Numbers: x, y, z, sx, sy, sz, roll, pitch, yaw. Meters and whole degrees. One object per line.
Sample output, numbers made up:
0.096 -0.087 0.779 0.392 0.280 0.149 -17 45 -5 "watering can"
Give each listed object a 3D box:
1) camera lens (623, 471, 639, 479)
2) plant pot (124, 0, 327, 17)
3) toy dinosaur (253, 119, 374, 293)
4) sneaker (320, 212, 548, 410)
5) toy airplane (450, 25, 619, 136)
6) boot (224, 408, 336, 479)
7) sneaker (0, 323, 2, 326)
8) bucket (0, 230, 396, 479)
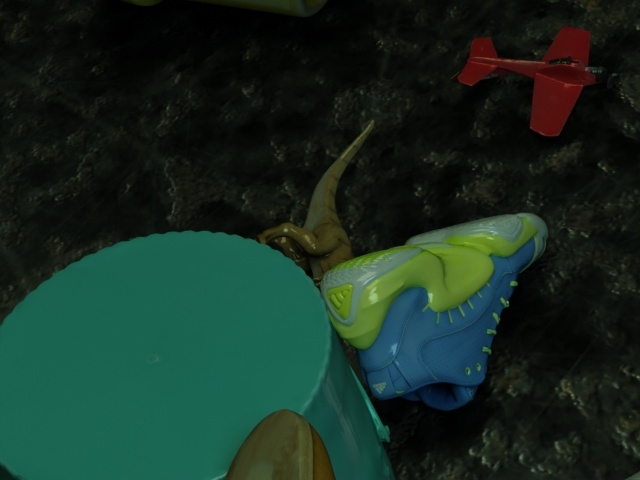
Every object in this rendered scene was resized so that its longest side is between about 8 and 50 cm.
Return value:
0.296 0.195 1.023 0.274 0.219 0.219 -27 44 -13 "camera lens"
-0.092 -0.325 1.680 0.239 0.254 0.254 21 52 13 "plant pot"
0.000 0.000 1.443 0.112 0.064 0.211 -1 51 -11 "toy dinosaur"
0.095 0.056 1.332 0.240 0.126 0.091 -16 2 -44 "sneaker"
0.185 -0.149 1.558 0.151 0.028 0.151 -8 41 7 "toy airplane"
0.041 0.257 1.034 0.104 0.211 0.295 -32 49 47 "boot"
-0.270 0.099 1.397 0.211 0.080 0.081 30 52 26 "sneaker"
-0.095 0.138 1.220 0.281 0.183 0.281 -7 43 6 "bucket"
